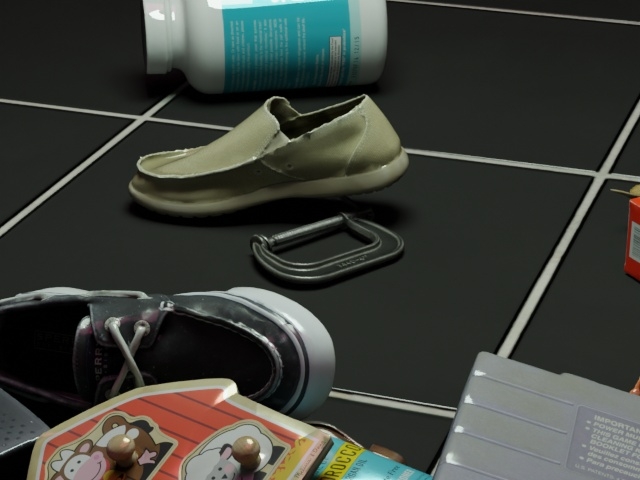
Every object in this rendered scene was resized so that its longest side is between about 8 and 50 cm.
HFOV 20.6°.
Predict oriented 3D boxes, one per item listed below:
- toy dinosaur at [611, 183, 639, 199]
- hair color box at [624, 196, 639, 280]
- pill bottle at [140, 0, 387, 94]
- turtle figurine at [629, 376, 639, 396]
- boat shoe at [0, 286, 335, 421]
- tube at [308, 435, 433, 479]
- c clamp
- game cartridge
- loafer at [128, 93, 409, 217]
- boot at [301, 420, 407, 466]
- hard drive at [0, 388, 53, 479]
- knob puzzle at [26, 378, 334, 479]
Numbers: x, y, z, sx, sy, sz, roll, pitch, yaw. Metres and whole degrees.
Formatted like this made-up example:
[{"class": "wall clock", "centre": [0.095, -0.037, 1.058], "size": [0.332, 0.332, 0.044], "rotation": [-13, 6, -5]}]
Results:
[{"class": "toy dinosaur", "centre": [0.338, -0.052, 1.682], "size": [0.093, 0.053, 0.183], "rotation": [-7, 13, 25]}, {"class": "hair color box", "centre": [0.337, -0.011, 1.547], "size": [0.141, 0.072, 0.043], "rotation": [-12, 27, -25]}, {"class": "pill bottle", "centre": [-0.065, -0.238, 1.960], "size": [0.264, 0.146, 0.146], "rotation": [-5, 25, -9]}, {"class": "turtle figurine", "centre": [0.342, 0.096, 1.235], "size": [0.269, 0.087, 0.217], "rotation": [-43, 32, -17]}, {"class": "boat shoe", "centre": [-0.135, 0.082, 1.267], "size": [0.301, 0.108, 0.102], "rotation": [7, 7, 33]}, {"class": "tube", "centre": [0.051, 0.173, 1.143], "size": [0.207, 0.052, 0.080], "rotation": [18, 31, 20]}, {"class": "c clamp", "centre": [0.000, 0.000, 1.596], "size": [0.161, 0.022, 0.137], "rotation": [-21, 37, -41]}, {"class": "game cartridge", "centre": [0.241, 0.187, 1.066], "size": [0.355, 0.068, 0.230], "rotation": [18, 23, 7]}, {"class": "loafer", "centre": [-0.053, -0.085, 1.657], "size": [0.268, 0.092, 0.102], "rotation": [-7, 19, 10]}, {"class": "boot", "centre": [-0.008, 0.172, 1.205], "size": [0.106, 0.037, 0.114], "rotation": [9, 31, 25]}, {"class": "hard drive", "centre": [-0.325, 0.135, 1.262], "size": [0.172, 0.054, 0.255], "rotation": [-21, 32, -38]}, {"class": "knob puzzle", "centre": [-0.116, 0.157, 1.147], "size": [0.213, 0.030, 0.213], "rotation": [-10, 45, 11]}]
